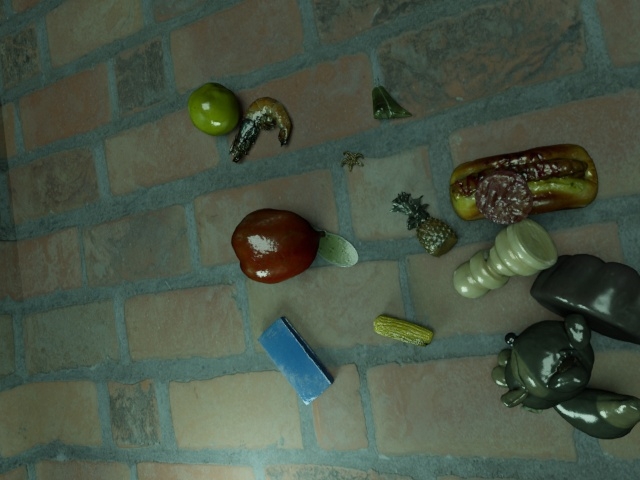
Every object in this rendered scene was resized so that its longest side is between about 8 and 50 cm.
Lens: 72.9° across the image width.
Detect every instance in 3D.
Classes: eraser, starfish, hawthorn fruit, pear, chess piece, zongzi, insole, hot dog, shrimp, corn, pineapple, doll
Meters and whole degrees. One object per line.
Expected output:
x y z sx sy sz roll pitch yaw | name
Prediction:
-0.096 0.447 1.625 0.144 0.043 0.311 -46 75 17 | eraser
0.108 -0.286 1.546 0.091 0.028 0.078 -20 85 26 | starfish
-0.162 0.021 1.519 0.312 0.295 0.294 5 92 32 | hawthorn fruit
-0.409 -0.503 1.670 0.198 0.198 0.198 0 90 22 | pear
0.517 0.076 1.276 0.167 0.167 0.299 54 137 13 | chess piece
0.243 -0.490 1.489 0.131 0.062 0.154 -3 73 2 | zongzi
0.000 0.000 1.603 0.322 0.007 0.109 32 101 18 | insole
0.577 -0.163 1.254 0.406 0.223 0.185 -7 90 23 | hot dog
-0.228 -0.401 1.665 0.222 0.054 0.290 37 99 17 | shrimp
0.277 0.303 1.459 0.203 0.072 0.071 12 95 21 | corn
0.334 -0.064 1.423 0.125 0.125 0.251 -48 64 15 | pineapple
0.684 0.358 1.174 0.379 0.382 0.252 15 63 7 | doll

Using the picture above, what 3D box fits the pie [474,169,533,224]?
0.488 -0.115 1.157 0.155 0.036 0.154 13 115 32 | pie

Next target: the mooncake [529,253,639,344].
0.737 0.152 1.149 0.306 0.306 0.154 31 88 19 | mooncake
